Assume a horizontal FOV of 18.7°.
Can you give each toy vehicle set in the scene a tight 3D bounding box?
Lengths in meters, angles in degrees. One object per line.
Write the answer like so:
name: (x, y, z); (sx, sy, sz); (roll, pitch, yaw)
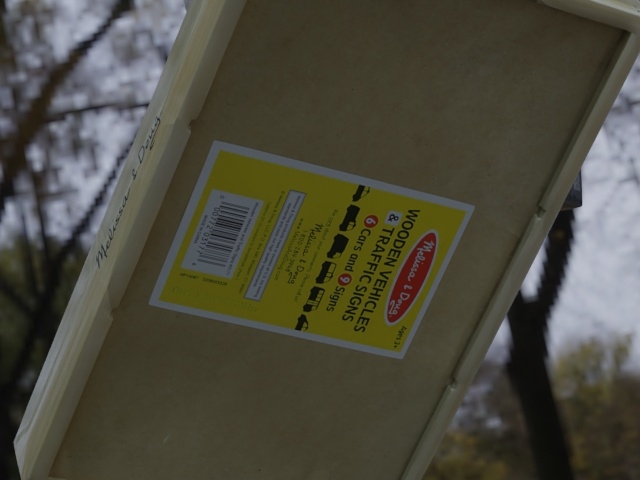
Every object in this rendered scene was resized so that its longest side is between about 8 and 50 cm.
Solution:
toy vehicle set: (0.000, 0.000, 0.773); (0.166, 0.035, 0.266); (14, -65, -23)

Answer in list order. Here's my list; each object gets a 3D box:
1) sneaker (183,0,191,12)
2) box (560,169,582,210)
sneaker: (-0.036, -0.104, 1.085); (0.068, 0.169, 0.071); (-10, 4, -3)
box: (0.131, -0.143, 1.413); (0.059, 0.232, 0.183); (-6, -7, 25)
